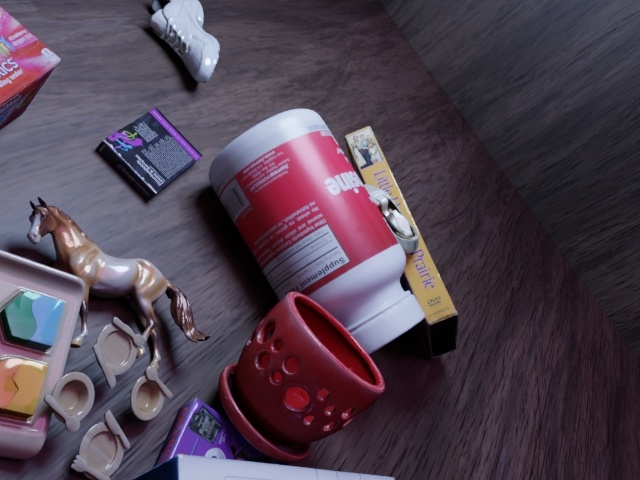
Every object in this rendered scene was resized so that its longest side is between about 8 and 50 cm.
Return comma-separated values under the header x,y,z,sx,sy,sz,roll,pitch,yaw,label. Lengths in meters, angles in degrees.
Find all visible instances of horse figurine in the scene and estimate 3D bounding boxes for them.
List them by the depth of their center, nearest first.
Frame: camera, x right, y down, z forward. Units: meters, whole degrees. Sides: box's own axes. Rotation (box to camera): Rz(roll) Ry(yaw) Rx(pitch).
x,y,z,sx,sy,sz,roll,pitch,yaw,label
-0.271,0.070,0.815,0.263,0.066,0.174,23,50,-36,horse figurine

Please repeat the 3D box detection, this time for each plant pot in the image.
x,y,z,sx,sy,sz,roll,pitch,yaw,label
-0.034,0.194,0.872,0.191,0.174,0.191,44,10,-9,plant pot

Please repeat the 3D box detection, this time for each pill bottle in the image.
x,y,z,sx,sy,sz,roll,pitch,yaw,label
0.000,0.000,1.069,0.407,0.229,0.229,59,33,6,pill bottle

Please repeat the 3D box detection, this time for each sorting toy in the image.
x,y,z,sx,sy,sz,roll,pitch,yaw,label
-0.358,0.106,0.647,0.193,0.038,0.208,26,56,-33,sorting toy

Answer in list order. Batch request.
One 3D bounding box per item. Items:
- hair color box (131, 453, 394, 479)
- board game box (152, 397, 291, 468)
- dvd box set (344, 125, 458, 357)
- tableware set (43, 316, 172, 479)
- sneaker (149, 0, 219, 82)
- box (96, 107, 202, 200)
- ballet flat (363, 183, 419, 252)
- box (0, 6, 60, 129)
x,y,z,sx,sy,sz,roll,pitch,yaw,label
-0.044,0.362,0.719,0.347,0.105,0.173,23,45,-38,hair color box
-0.137,0.382,0.722,0.208,0.056,0.346,38,36,-17,board game box
0.169,0.013,1.279,0.307,0.062,0.420,63,5,-65,dvd box set
-0.245,0.185,0.728,0.168,0.020,0.141,-57,131,-47,tableware set
-0.279,-0.400,1.222,0.115,0.090,0.232,4,49,-43,sneaker
-0.279,-0.147,1.031,0.116,0.029,0.162,47,32,-10,box
0.124,-0.051,1.116,0.057,0.052,0.168,-32,66,-16,ballet flat
-0.455,-0.181,0.752,0.128,0.123,0.257,43,35,-19,box
